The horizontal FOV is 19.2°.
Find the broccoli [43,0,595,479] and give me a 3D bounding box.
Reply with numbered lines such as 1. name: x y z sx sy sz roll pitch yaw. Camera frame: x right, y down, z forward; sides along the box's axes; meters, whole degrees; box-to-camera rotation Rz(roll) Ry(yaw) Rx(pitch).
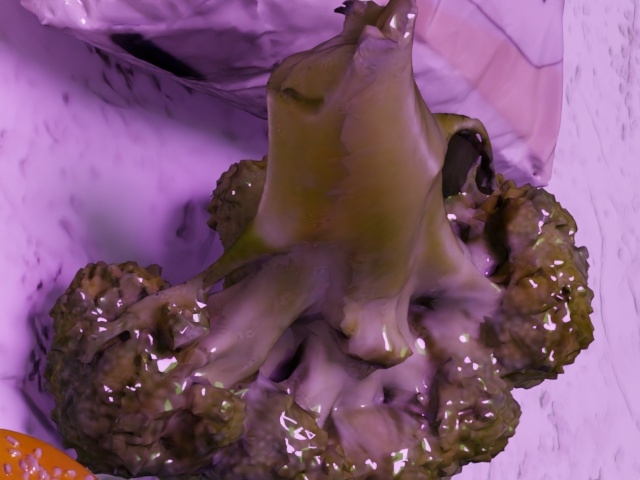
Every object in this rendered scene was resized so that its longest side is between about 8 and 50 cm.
1. broccoli: -0.018 0.014 0.910 0.302 0.254 0.186 48 6 -42

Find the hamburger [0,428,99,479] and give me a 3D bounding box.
1. hamburger: -0.144 0.170 0.754 0.210 0.116 0.173 -32 105 -52

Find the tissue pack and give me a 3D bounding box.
1. tissue pack: 0.012 -0.231 1.001 0.390 0.195 0.375 29 56 -50
